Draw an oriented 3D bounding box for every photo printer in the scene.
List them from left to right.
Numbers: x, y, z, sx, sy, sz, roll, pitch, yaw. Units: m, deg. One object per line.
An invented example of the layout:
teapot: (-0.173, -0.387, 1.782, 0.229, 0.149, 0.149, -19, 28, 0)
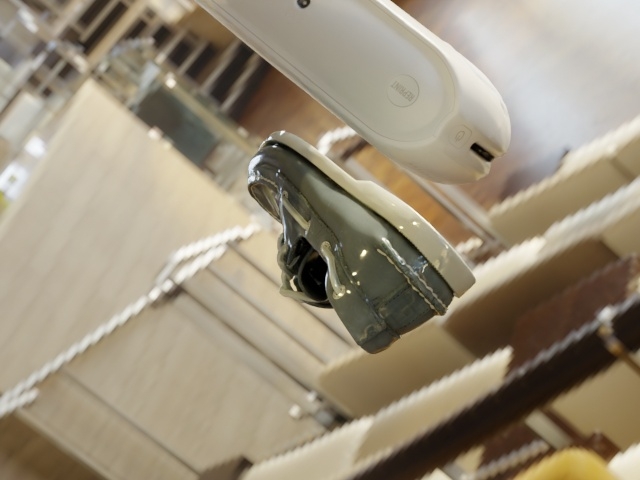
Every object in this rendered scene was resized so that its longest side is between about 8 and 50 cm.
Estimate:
photo printer: (0.032, -0.164, 1.329, 0.107, 0.307, 0.256, -52, -13, 7)

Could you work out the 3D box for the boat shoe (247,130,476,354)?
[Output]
boat shoe: (0.000, 0.000, 1.154, 0.099, 0.116, 0.319, -46, 28, -6)
